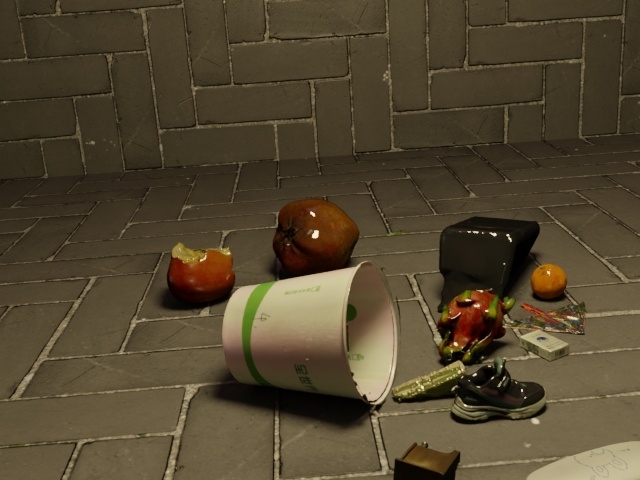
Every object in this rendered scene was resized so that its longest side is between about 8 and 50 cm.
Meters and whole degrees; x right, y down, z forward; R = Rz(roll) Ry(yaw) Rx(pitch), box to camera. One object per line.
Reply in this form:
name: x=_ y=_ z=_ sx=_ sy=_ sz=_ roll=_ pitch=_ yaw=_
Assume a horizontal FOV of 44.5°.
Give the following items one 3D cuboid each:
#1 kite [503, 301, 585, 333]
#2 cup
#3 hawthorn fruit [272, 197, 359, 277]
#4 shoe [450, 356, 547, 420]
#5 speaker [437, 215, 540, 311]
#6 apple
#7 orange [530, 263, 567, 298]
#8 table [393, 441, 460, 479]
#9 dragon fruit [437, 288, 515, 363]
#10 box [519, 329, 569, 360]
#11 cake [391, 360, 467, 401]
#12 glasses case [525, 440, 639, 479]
kite: x=0.489 y=0.166 z=1.671 sx=0.232 sy=0.009 sz=0.189 roll=-12 pitch=20 yaw=-23
cup: x=-0.019 y=0.173 z=1.428 sx=0.274 sy=0.253 sz=0.253 roll=-6 pitch=16 yaw=24
hawthorn fruit: x=0.000 y=0.000 z=2.024 sx=0.208 sy=0.208 sz=0.248 roll=14 pitch=1 yaw=43
shoe: x=0.303 y=0.245 z=1.325 sx=0.169 sy=0.099 sz=0.071 roll=-5 pitch=16 yaw=-7
speaker: x=0.402 y=0.050 z=1.878 sx=0.180 sy=0.184 sz=0.388 roll=6 pitch=10 yaw=24
apple: x=-0.285 y=0.081 z=1.888 sx=0.158 sy=0.147 sz=0.156 roll=6 pitch=-15 yaw=-2
orange: x=0.519 y=0.093 z=1.777 sx=0.083 sy=0.084 sz=0.083 roll=-4 pitch=18 yaw=1
table: x=0.150 y=0.338 z=1.104 sx=0.070 sy=0.083 sz=0.082 roll=9 pitch=15 yaw=27
dragon fruit: x=0.296 y=0.177 z=1.537 sx=0.142 sy=0.138 sz=0.175 roll=-40 pitch=18 yaw=52
box: x=0.440 y=0.206 z=1.538 sx=0.054 sy=0.024 sz=0.083 roll=-16 pitch=22 yaw=-26
cake: x=0.199 y=0.266 z=1.404 sx=0.140 sy=0.055 sz=0.051 roll=-21 pitch=19 yaw=3
glasses case: x=0.397 y=0.335 z=1.093 sx=0.233 sy=0.059 sz=0.092 roll=-10 pitch=21 yaw=-16
